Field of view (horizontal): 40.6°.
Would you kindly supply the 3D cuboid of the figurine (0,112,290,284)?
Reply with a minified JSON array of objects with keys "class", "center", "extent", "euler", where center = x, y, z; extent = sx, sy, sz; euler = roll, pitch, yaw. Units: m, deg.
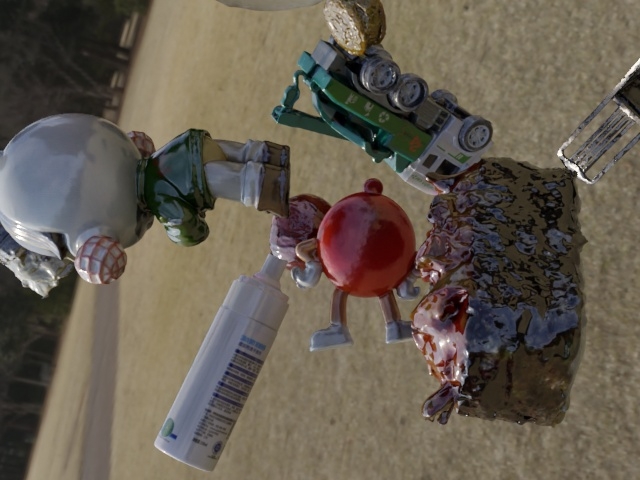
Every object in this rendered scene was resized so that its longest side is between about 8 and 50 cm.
[{"class":"figurine","center":[-0.220,-0.066,1.022],"extent":[0.281,0.370,0.167],"euler":[-90,-2,-53]}]

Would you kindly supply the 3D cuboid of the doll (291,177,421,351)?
[{"class":"doll","center":[0.052,0.030,1.124],"extent":[0.085,0.183,0.217],"euler":[166,100,-80]}]

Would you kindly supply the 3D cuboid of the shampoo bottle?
[{"class":"shampoo bottle","center":[-0.122,0.158,1.186],"extent":[0.303,0.092,0.092],"euler":[-66,17,-9]}]

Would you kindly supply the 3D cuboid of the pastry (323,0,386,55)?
[{"class":"pastry","center":[0.051,-0.321,1.253],"extent":[0.057,0.097,0.109],"euler":[-34,-1,-17]}]

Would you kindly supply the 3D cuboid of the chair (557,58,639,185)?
[{"class":"chair","center":[0.428,-0.173,1.196],"extent":[0.084,0.101,0.212],"euler":[49,144,13]}]

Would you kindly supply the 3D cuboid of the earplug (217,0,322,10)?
[{"class":"earplug","center":[-0.104,-0.681,1.634],"extent":[0.313,0.313,0.393],"euler":[149,122,-64]}]

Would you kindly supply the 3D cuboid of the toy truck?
[{"class":"toy truck","center":[0.107,-0.208,1.412],"extent":[0.178,0.364,0.176],"euler":[-57,34,17]}]

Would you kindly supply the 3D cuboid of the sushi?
[{"class":"sushi","center":[0.193,0.061,0.940],"extent":[0.343,0.182,0.196],"euler":[-71,-22,-46]}]

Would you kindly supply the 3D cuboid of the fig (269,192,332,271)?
[{"class":"fig","center":[-0.014,0.003,1.365],"extent":[0.150,0.128,0.128],"euler":[53,139,15]}]

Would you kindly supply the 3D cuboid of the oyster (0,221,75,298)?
[{"class":"oyster","center":[-0.461,-0.017,1.296],"extent":[0.107,0.233,0.161],"euler":[62,-138,-61]}]
